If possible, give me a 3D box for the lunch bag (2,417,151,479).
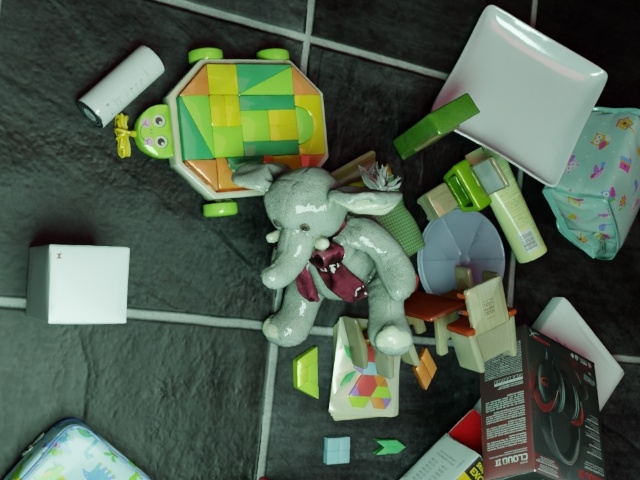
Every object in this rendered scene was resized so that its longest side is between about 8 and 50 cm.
[{"bbox_3d":[-0.343,0.378,1.185,0.219,0.090,0.176,46,68,-19],"label":"lunch bag"}]

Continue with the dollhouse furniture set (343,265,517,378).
[{"bbox_3d":[0.201,0.116,1.359,0.262,0.259,0.135,-21,104,-27],"label":"dollhouse furniture set"}]

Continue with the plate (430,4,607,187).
[{"bbox_3d":[0.377,-0.274,1.578,0.278,0.045,0.277,30,74,-3],"label":"plate"}]

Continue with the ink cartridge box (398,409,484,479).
[{"bbox_3d":[0.291,0.506,1.468,0.272,0.130,0.309,-43,108,-10],"label":"ink cartridge box"}]

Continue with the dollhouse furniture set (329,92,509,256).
[{"bbox_3d":[0.159,-0.085,1.415,0.301,0.151,0.197,-31,92,-25],"label":"dollhouse furniture set"}]

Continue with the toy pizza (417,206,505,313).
[{"bbox_3d":[0.261,0.037,1.550,0.201,0.032,0.201,2,86,-27],"label":"toy pizza"}]

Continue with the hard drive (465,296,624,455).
[{"bbox_3d":[0.441,0.319,1.628,0.233,0.047,0.353,48,68,-18],"label":"hard drive"}]

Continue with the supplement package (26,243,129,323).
[{"bbox_3d":[-0.341,0.059,1.146,0.105,0.179,0.105,3,87,-27],"label":"supplement package"}]

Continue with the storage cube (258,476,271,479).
[{"bbox_3d":[-0.034,0.511,1.287,0.215,0.193,0.183,41,71,-20],"label":"storage cube"}]

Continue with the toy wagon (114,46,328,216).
[{"bbox_3d":[-0.151,-0.172,1.317,0.344,0.068,0.267,-6,91,-28],"label":"toy wagon"}]

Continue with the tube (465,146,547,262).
[{"bbox_3d":[0.362,-0.075,1.598,0.240,0.062,0.070,63,21,-7],"label":"tube"}]

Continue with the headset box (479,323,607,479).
[{"bbox_3d":[0.388,0.326,1.437,0.218,0.110,0.293,29,51,-31],"label":"headset box"}]

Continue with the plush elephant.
[{"bbox_3d":[0.000,0.000,1.239,0.255,0.272,0.330,27,76,-51],"label":"plush elephant"}]

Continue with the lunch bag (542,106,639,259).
[{"bbox_3d":[0.568,-0.108,1.643,0.262,0.160,0.223,46,66,-48],"label":"lunch bag"}]

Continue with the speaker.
[{"bbox_3d":[-0.300,-0.234,1.248,0.055,0.055,0.136,48,69,-18],"label":"speaker"}]

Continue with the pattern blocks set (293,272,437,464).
[{"bbox_3d":[0.084,0.224,1.453,0.285,0.026,0.324,-8,92,-28],"label":"pattern blocks set"}]
